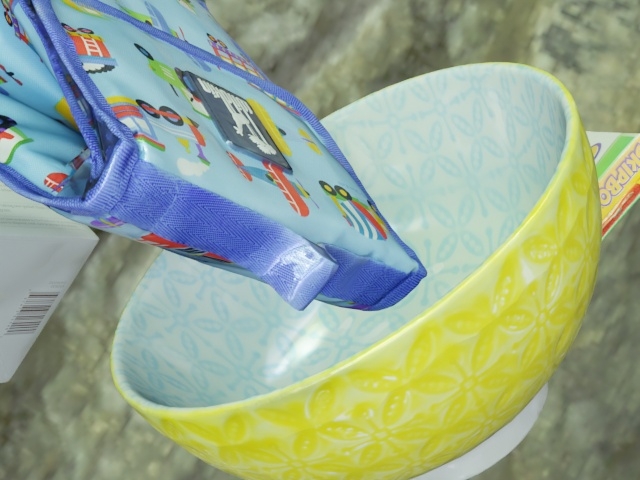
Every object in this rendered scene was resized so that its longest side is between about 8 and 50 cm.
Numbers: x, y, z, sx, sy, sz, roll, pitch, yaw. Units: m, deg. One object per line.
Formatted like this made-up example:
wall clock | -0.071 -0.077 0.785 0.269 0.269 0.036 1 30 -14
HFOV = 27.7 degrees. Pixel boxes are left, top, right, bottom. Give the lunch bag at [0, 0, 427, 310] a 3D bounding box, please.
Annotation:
lunch bag | -0.093 -0.051 0.666 0.221 0.293 0.138 23 -75 -50

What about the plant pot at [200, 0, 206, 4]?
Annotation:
plant pot | -0.321 -0.174 1.691 0.341 0.334 0.341 -179 90 -90

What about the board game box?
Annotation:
board game box | 0.200 -0.039 1.107 0.124 0.039 0.259 -49 14 -2

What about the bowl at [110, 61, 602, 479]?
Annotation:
bowl | 0.044 0.047 0.730 0.289 0.289 0.156 -50 -62 -31

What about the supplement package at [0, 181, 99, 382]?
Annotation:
supplement package | -0.297 -0.028 0.889 0.139 0.244 0.134 -54 -26 18
